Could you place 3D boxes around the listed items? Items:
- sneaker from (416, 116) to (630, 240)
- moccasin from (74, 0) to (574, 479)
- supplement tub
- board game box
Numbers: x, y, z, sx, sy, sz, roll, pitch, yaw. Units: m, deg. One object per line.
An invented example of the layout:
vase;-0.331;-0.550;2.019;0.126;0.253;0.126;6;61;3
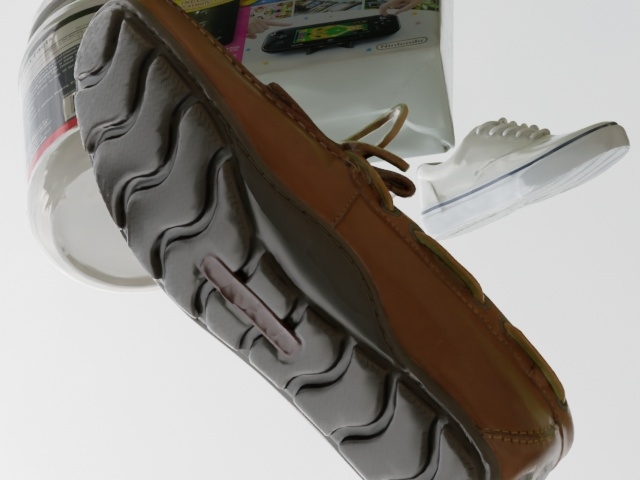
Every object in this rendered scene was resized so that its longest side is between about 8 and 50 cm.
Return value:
sneaker;0.184;-0.078;1.785;0.094;0.258;0.091;-10;-101;-48
moccasin;0.001;-0.002;1.075;0.380;0.139;0.147;43;-143;15
supplement tub;-0.173;-0.103;1.640;0.191;0.191;0.272;12;-144;-21
board game box;-0.008;-0.171;1.440;0.224;0.097;0.303;-7;-147;8
